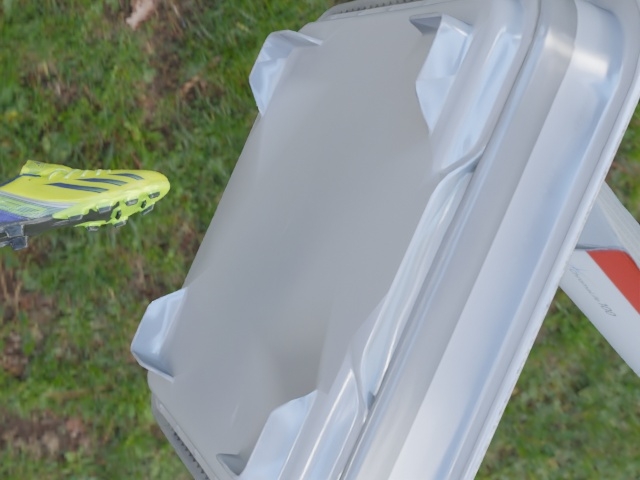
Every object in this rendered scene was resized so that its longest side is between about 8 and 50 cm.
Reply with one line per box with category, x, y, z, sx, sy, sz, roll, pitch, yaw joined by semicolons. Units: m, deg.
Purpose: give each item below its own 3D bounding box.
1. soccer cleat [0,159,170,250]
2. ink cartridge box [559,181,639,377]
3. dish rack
soccer cleat;-0.352;-0.068;1.666;0.289;0.121;0.093;-14;161;-14
ink cartridge box;0.166;0.048;0.623;0.066;0.232;0.189;-34;123;19
dish rack;0.000;0.000;0.579;0.072;0.333;0.285;25;89;-20
